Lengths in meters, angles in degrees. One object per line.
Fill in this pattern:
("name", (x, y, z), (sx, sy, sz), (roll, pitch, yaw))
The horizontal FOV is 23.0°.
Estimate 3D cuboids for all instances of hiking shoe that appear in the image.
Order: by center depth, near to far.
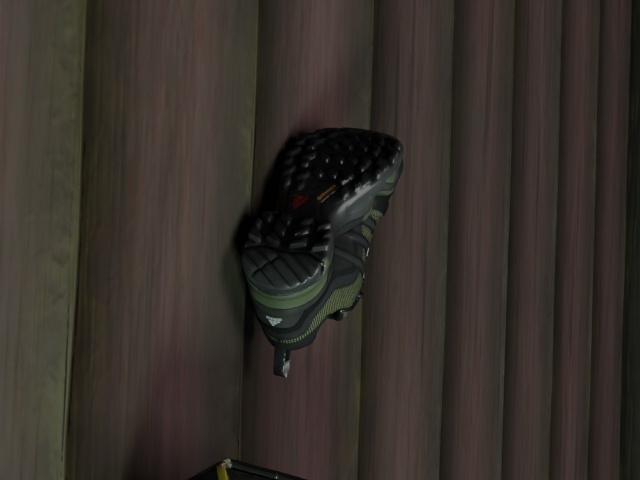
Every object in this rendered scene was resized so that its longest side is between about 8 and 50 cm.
("hiking shoe", (0.000, 0.000, 1.197), (0.227, 0.086, 0.114), (-54, 153, -47))

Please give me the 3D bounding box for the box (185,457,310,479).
("box", (0.028, 0.310, 0.947), (0.257, 0.079, 0.322), (24, 43, -46))
